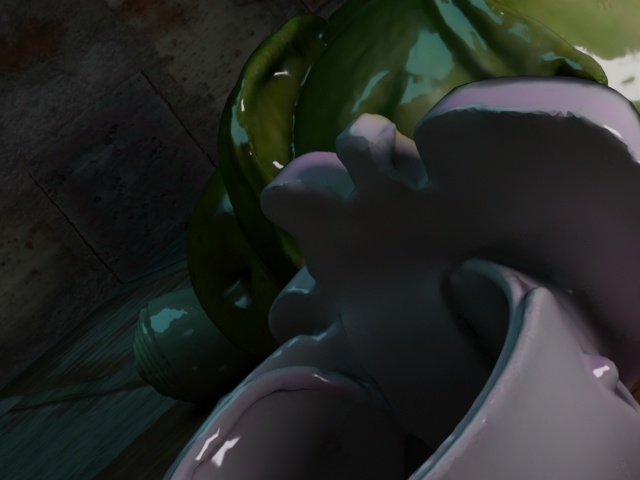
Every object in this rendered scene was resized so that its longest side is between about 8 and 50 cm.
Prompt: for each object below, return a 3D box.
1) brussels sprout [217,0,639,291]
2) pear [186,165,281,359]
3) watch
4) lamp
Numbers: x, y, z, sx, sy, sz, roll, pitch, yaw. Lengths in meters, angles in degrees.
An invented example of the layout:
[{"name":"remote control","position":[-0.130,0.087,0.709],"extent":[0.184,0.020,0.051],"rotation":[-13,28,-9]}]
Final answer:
[{"name":"brussels sprout","position":[0.093,-0.048,0.809],"extent":[0.294,0.227,0.259],"rotation":[5,-31,-42]},{"name":"pear","position":[0.000,-0.001,1.105],"extent":[0.198,0.198,0.198],"rotation":[-37,9,7]},{"name":"watch","position":[0.037,0.073,0.591],"extent":[0.244,0.196,0.231],"rotation":[-25,22,44]},{"name":"lamp","position":[-0.078,0.074,1.339],"extent":[0.193,0.106,0.106],"rotation":[-28,10,5]}]
